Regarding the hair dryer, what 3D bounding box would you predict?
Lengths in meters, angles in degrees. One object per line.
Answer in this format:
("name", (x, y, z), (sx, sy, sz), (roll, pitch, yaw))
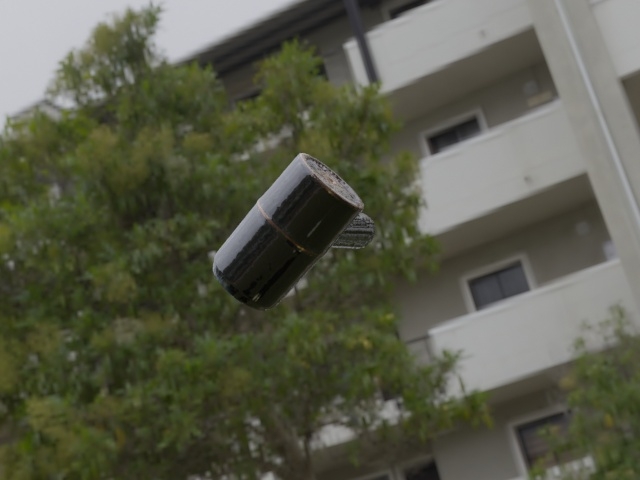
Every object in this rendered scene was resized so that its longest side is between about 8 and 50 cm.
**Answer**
("hair dryer", (0.000, 0.000, 1.618), (0.189, 0.107, 0.352), (-48, -17, 13))
